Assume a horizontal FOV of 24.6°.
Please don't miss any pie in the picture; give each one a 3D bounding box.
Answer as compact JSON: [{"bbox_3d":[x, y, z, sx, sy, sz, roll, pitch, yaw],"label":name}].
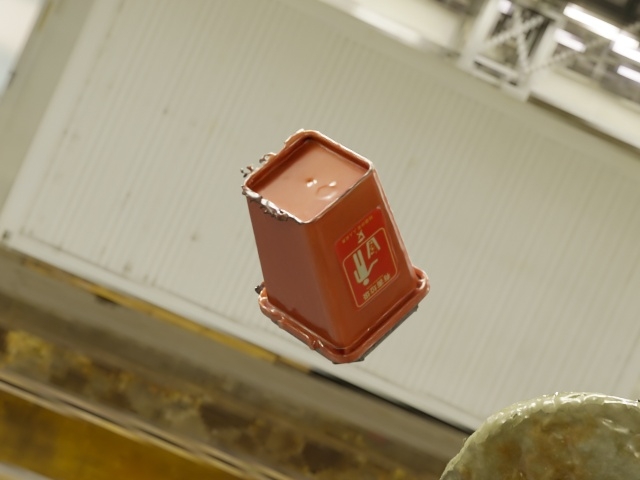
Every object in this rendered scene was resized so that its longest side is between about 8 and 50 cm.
[{"bbox_3d":[0.250,0.278,1.317,0.339,0.339,0.077,25,39,21],"label":"pie"}]

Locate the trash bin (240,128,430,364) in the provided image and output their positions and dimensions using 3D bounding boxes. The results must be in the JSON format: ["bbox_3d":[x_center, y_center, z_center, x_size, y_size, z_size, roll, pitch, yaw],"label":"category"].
[{"bbox_3d":[0.000,0.000,1.656,0.184,0.161,0.239,30,-29,38],"label":"trash bin"}]
